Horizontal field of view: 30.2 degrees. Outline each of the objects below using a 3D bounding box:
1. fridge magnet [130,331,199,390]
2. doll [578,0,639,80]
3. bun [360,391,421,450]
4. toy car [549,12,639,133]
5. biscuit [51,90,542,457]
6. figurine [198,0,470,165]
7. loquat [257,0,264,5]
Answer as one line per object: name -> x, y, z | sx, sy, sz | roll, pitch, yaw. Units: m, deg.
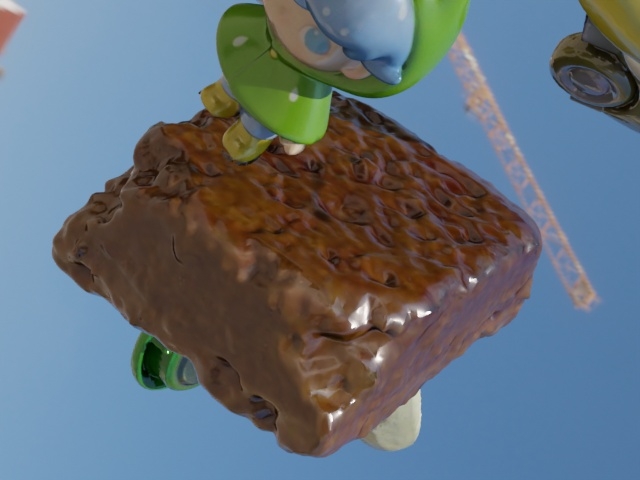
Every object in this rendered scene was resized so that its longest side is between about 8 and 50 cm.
fridge magnet -> -0.182, 0.136, 1.698 | 0.088, 0.208, 0.208 | 40, -77, 25
doll -> 0.210, -0.172, 0.517 | 0.237, 0.252, 0.111 | -41, -139, 8
bun -> 0.071, 0.183, 1.797 | 0.287, 0.146, 0.287 | 170, -90, -88
toy car -> 0.351, -0.235, 1.030 | 0.242, 0.226, 0.336 | -61, 167, -16
biscuit -> 0.000, 0.000, 1.136 | 0.342, 0.395, 0.166 | 37, -55, 19
figurine -> 0.005, -0.163, 0.877 | 0.263, 0.143, 0.162 | -42, -115, 39
loquat -> -0.005, -0.253, 1.050 | 0.141, 0.141, 0.141 | -38, -143, 36
